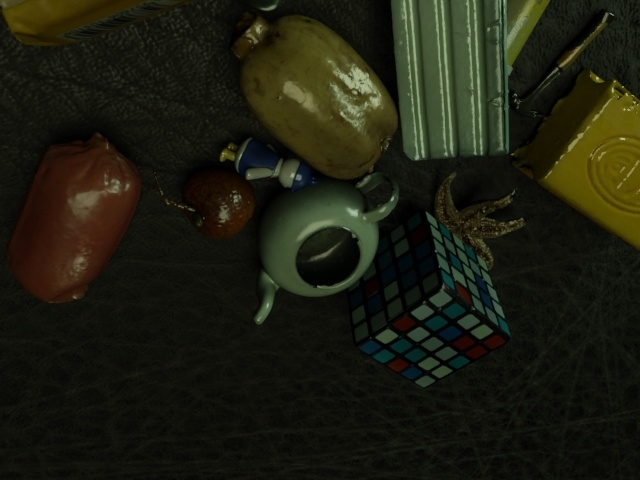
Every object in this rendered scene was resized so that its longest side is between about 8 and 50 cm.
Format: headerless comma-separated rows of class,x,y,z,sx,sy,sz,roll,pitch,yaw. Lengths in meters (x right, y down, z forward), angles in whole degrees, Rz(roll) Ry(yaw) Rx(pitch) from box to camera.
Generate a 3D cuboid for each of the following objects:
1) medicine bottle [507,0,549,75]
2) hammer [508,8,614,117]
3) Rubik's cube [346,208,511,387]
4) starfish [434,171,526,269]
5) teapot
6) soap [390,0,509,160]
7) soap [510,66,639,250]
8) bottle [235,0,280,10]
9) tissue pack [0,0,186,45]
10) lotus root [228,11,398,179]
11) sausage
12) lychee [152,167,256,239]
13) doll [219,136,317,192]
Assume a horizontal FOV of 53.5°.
medicine bottle,0.291,-0.339,0.909,0.073,0.074,0.218,20,109,-26
hammer,0.383,-0.276,1.000,0.078,0.021,0.201,35,105,-30
Rubik's cube,0.167,0.099,1.028,0.187,0.184,0.182,36,120,-29
starfish,0.238,-0.019,1.085,0.238,0.057,0.213,-33,120,25
teapot,0.000,0.000,0.975,0.294,0.129,0.193,-39,123,7
soap,0.181,-0.238,0.872,0.150,0.094,0.262,0,112,17
soap,0.504,-0.127,1.078,0.324,0.096,0.204,25,109,-27
bottle,-0.048,-0.410,0.759,0.096,0.079,0.254,-7,125,-44
tissue pack,-0.108,-0.354,0.579,0.381,0.293,0.228,-16,111,12
lotus root,-0.005,-0.195,0.852,0.284,0.160,0.146,37,145,-28
sausage,-0.334,-0.025,0.851,0.148,0.148,0.254,24,110,-27
lychee,-0.159,-0.055,0.911,0.140,0.101,0.115,-19,92,-20
doll,-0.071,-0.107,0.907,0.142,0.099,0.058,19,126,3
